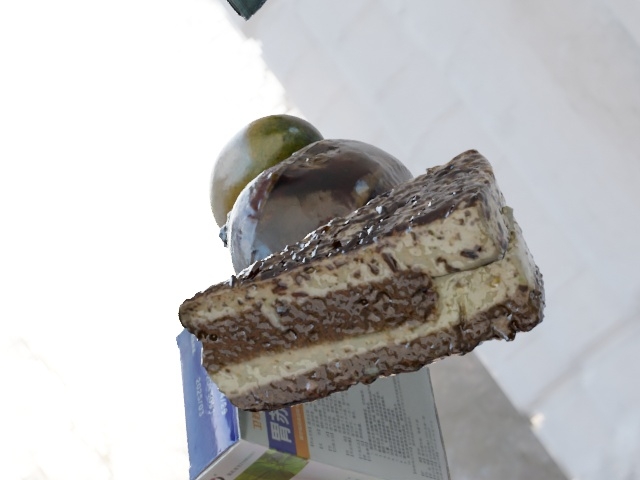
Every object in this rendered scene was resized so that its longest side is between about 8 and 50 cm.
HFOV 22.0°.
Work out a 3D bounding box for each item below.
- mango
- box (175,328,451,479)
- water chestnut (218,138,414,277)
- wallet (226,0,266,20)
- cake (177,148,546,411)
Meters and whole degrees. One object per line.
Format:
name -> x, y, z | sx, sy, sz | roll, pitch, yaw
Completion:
mango -> -0.053, -0.059, 1.841 | 0.151, 0.120, 0.221 | -13, -31, 3
box -> -0.006, 0.200, 1.855 | 0.299, 0.200, 0.106 | 19, -46, -31
water chestnut -> 0.000, 0.000, 1.671 | 0.224, 0.238, 0.223 | -27, -55, -46
wallet -> -0.075, -0.330, 1.923 | 0.026, 0.088, 0.129 | 14, 64, 52
cake -> 0.036, 0.028, 1.178 | 0.246, 0.112, 0.135 | -19, 20, 23
